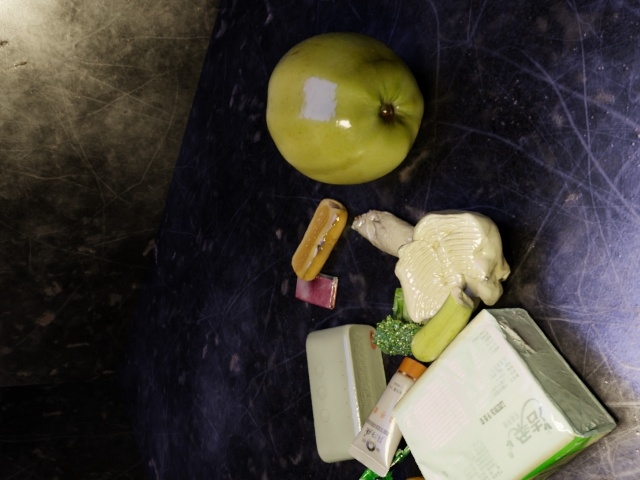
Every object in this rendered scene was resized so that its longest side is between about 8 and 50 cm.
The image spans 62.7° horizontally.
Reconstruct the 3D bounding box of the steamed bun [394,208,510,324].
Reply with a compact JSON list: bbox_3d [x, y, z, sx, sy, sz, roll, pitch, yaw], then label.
[{"bbox_3d":[0.342,0.058,1.342,0.320,0.206,0.275,-41,70,35],"label":"steamed bun"}]

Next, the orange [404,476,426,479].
[{"bbox_3d":[0.256,0.749,1.366,0.249,0.183,0.248,-13,74,52],"label":"orange"}]

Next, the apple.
[{"bbox_3d":[0.076,-0.389,1.571,0.474,0.474,0.473,-11,76,52],"label":"apple"}]

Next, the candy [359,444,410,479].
[{"bbox_3d":[0.227,0.582,1.436,0.323,0.097,0.097,-47,40,-6],"label":"candy"}]

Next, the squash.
[{"bbox_3d":[0.290,0.207,1.249,0.083,0.083,0.250,65,147,35],"label":"squash"}]

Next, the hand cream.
[{"bbox_3d":[0.196,0.480,1.461,0.140,0.089,0.314,15,71,45],"label":"hand cream"}]

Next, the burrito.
[{"bbox_3d":[0.234,-0.010,1.602,0.392,0.076,0.117,34,103,48],"label":"burrito"}]

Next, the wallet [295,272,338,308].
[{"bbox_3d":[-0.018,0.177,1.953,0.232,0.025,0.119,8,92,54],"label":"wallet"}]

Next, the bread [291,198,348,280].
[{"bbox_3d":[0.000,0.000,1.891,0.305,0.091,0.142,-62,35,20],"label":"bread"}]

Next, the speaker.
[{"bbox_3d":[0.093,0.466,1.636,0.184,0.183,0.406,-26,64,43],"label":"speaker"}]

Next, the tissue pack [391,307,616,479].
[{"bbox_3d":[0.395,0.404,1.213,0.405,0.205,0.331,-57,44,30],"label":"tissue pack"}]

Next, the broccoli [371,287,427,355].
[{"bbox_3d":[0.244,0.221,1.476,0.220,0.194,0.194,-15,70,21],"label":"broccoli"}]
